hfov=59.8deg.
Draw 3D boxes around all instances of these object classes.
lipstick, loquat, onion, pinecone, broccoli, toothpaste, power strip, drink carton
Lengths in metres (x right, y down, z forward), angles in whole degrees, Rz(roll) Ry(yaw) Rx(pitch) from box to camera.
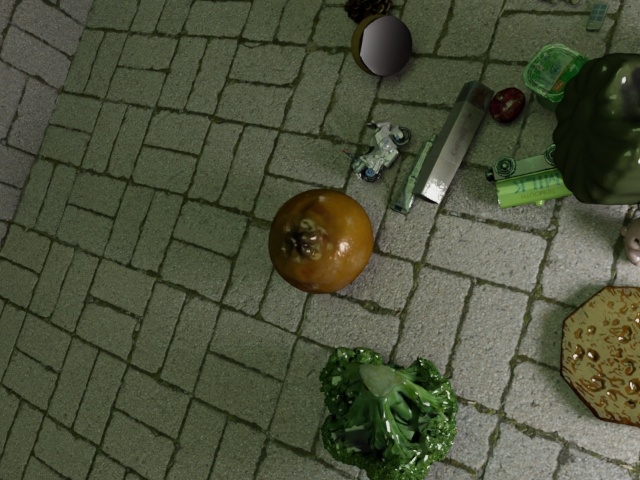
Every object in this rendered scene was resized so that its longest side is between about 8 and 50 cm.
[{"bbox_3d":[0.394,-0.291,1.663,0.372,0.076,0.079,-64,17,0],"label":"lipstick"},{"bbox_3d":[0.000,0.000,1.683,0.328,0.328,0.329,-7,74,26],"label":"loquat"},{"bbox_3d":[0.541,-0.397,1.621,0.107,0.097,0.107,-25,50,34],"label":"onion"},{"bbox_3d":[0.149,-0.816,1.886,0.162,0.165,0.163,-3,84,33],"label":"pinecone"},{"bbox_3d":[0.180,0.456,1.485,0.310,0.320,0.414,-63,33,31],"label":"broccoli"},{"bbox_3d":[0.299,-0.207,1.727,0.069,0.047,0.269,26,93,11],"label":"toothpaste"},{"bbox_3d":[0.791,-0.639,1.593,0.040,0.016,0.090,18,86,29],"label":"power strip"},{"bbox_3d":[0.651,-0.438,1.545,0.144,0.142,0.146,44,100,26],"label":"drink carton"}]

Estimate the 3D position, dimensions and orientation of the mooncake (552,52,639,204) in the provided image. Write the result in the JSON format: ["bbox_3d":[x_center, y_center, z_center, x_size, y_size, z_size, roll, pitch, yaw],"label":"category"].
[{"bbox_3d":[0.688,-0.254,1.313,0.187,0.351,0.352,-5,73,-6],"label":"mooncake"}]

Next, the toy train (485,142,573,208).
[{"bbox_3d":[0.592,-0.170,1.542,0.253,0.105,0.158,-11,84,23],"label":"toy train"}]

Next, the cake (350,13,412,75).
[{"bbox_3d":[0.184,-0.642,1.820,0.185,0.207,0.178,-53,33,8],"label":"cake"}]

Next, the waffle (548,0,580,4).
[{"bbox_3d":[0.736,-0.854,1.653,0.292,0.056,0.309,43,100,28],"label":"waffle"}]

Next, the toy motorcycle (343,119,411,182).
[{"bbox_3d":[0.176,-0.295,1.784,0.150,0.102,0.221,42,98,17],"label":"toy motorcycle"}]

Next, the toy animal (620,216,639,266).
[{"bbox_3d":[0.784,-0.014,1.334,0.124,0.212,0.125,-11,65,24],"label":"toy animal"}]

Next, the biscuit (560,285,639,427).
[{"bbox_3d":[0.768,0.282,1.361,0.358,0.046,0.360,-7,74,26],"label":"biscuit"}]
